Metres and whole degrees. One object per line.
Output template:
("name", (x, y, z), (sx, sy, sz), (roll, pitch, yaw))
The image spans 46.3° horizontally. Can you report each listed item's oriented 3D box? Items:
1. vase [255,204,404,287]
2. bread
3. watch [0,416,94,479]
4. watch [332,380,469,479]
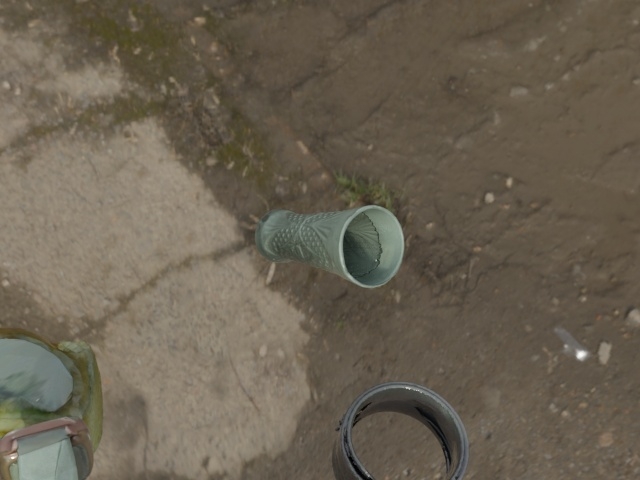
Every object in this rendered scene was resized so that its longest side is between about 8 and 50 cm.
("vase", (0.000, 0.000, 0.947), (0.096, 0.219, 0.096), (-3, 95, -34))
("bread", (-0.602, 0.324, 1.552), (0.396, 0.264, 0.239), (8, 48, -35))
("watch", (-0.459, 0.467, 1.298), (0.162, 0.253, 0.241), (-12, 52, -19))
("watch", (0.147, 0.481, 1.637), (0.336, 0.314, 0.326), (2, 54, -4))
